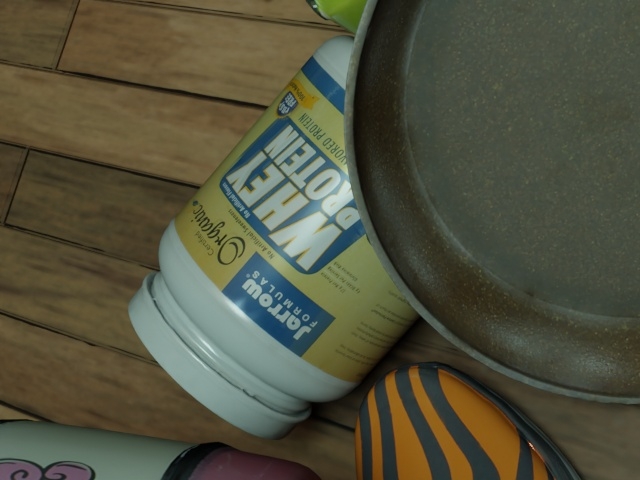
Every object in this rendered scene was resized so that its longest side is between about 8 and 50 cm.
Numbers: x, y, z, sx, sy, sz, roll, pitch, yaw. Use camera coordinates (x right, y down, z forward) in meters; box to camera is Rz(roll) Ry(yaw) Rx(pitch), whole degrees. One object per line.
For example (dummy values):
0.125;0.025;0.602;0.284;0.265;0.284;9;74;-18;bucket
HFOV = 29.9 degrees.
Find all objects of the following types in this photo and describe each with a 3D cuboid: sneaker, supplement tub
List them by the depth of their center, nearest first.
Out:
0.073;0.194;0.564;0.125;0.180;0.321;-31;63;19;sneaker
0.000;0.000;0.682;0.199;0.144;0.144;-49;59;9;supplement tub

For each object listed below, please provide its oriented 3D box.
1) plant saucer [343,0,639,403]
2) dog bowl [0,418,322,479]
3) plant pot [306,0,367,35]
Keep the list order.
0.165;-0.065;0.561;0.310;0.310;0.050;-39;21;15;plant saucer
-0.062;0.273;0.512;0.150;0.408;0.408;-7;72;8;dog bowl
0.078;-0.217;0.658;0.207;0.228;0.227;-44;59;19;plant pot
